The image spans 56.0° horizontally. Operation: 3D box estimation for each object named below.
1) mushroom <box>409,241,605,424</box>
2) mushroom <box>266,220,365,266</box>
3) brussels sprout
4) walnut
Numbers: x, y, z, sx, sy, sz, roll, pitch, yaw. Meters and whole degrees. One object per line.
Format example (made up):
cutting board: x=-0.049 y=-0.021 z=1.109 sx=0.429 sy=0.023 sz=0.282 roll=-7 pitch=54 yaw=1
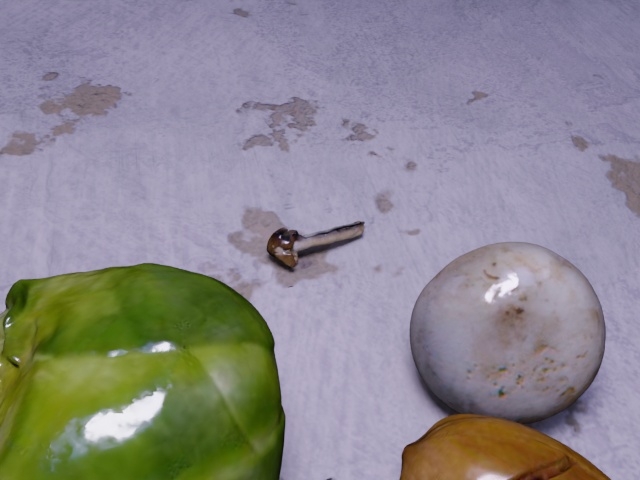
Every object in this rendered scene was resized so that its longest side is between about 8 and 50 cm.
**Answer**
mushroom: x=0.243 y=0.115 z=0.809 sx=0.243 sy=0.244 sz=0.244 roll=2 pitch=45 yaw=-2
mushroom: x=0.000 y=0.000 z=0.991 sx=0.186 sy=0.062 sz=0.060 roll=-11 pitch=17 yaw=-26
brussels sprout: x=-0.196 y=0.178 z=0.637 sx=0.314 sy=0.276 sz=0.371 roll=-22 pitch=34 yaw=-27
walnut: x=0.231 y=0.308 z=0.605 sx=0.336 sy=0.209 sz=0.209 roll=26 pitch=49 yaw=9
